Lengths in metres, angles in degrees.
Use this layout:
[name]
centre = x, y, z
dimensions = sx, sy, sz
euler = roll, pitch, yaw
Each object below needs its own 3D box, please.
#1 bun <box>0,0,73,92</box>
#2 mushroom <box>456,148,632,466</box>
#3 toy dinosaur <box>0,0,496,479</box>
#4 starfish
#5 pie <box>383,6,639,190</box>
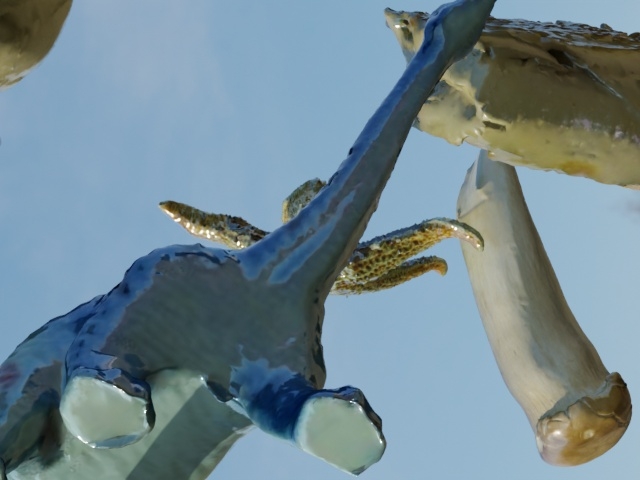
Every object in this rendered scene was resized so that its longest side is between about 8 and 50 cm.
[bun]
centre = -0.245, -0.155, 1.110
dimensions = 0.178, 0.128, 0.193
euler = 52, -147, 13
[mushroom]
centre = 0.134, 0.039, 1.180
dimensions = 0.084, 0.071, 0.209
euler = 65, -176, -76
[toy dinosaur]
centre = -0.057, 0.053, 0.524
dimensions = 0.076, 0.329, 0.144
euler = 41, -173, -14
[starfish]
centre = 0.000, 0.000, 1.185
dimensions = 0.176, 0.208, 0.053
euler = 73, -163, -63
[pie]
centre = 0.164, -0.056, 0.856
dimensions = 0.128, 0.282, 0.068
euler = -136, 55, -61
